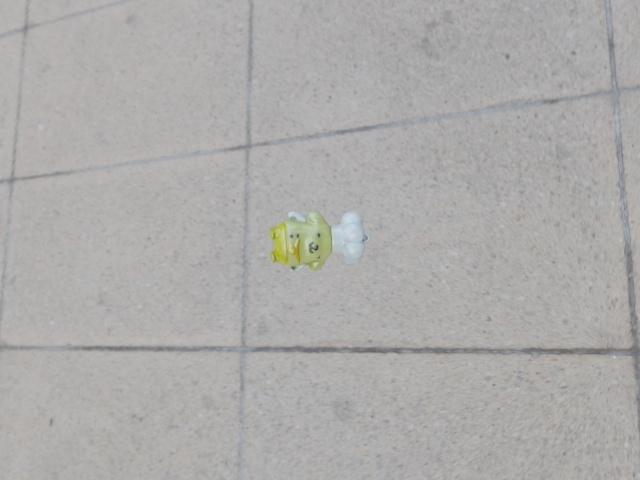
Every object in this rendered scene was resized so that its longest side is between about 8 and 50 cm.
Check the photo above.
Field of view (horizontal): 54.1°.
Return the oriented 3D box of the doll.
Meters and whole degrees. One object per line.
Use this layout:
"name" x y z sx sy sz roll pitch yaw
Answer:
"doll" 0.000 0.000 0.999 0.162 0.062 0.106 -6 114 -10
